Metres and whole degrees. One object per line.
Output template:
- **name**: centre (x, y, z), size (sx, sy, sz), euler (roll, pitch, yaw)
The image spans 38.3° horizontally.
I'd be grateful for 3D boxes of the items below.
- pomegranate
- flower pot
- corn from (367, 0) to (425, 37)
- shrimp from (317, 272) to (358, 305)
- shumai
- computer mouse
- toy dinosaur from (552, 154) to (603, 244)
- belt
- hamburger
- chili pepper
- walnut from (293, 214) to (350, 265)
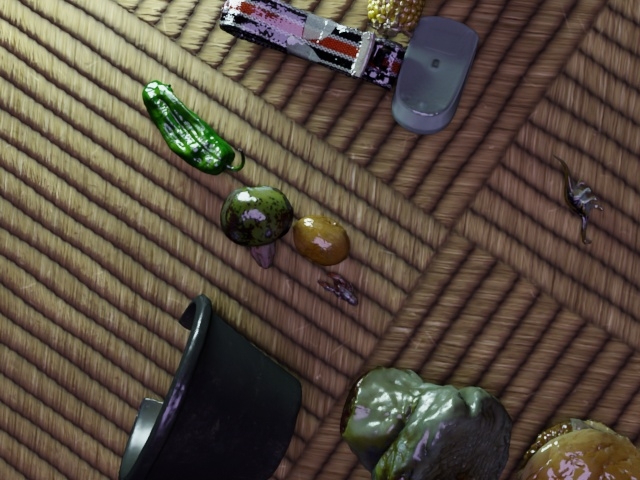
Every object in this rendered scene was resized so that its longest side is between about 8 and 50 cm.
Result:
- **pomegranate**: centre (-0.120, -0.034, 1.747), size (0.138, 0.163, 0.126), euler (-12, 52, -6)
- **flower pot**: centre (-0.188, 0.318, 1.683), size (0.251, 0.379, 0.379), euler (26, 96, -12)
- **corn**: centre (0.159, -0.523, 1.679), size (0.106, 0.106, 0.305), euler (13, 90, 7)
- **shrimp**: centre (0.038, 0.089, 1.763), size (0.092, 0.029, 0.038), euler (30, 97, 9)
- **shumai**: centre (0.176, 0.352, 1.702), size (0.263, 0.304, 0.309), euler (41, 107, 38)
- **computer mouse**: centre (0.207, -0.304, 1.701), size (0.127, 0.079, 0.231), euler (21, 79, 6)
- **toy dinosaur**: centre (0.478, -0.083, 1.690), size (0.058, 0.037, 0.180), euler (-22, 90, 4)
- **belt**: centre (-0.017, -0.376, 1.709), size (0.359, 0.126, 0.094), euler (22, 100, 11)
- **hamburger**: centre (0.490, 0.471, 1.664), size (0.283, 0.144, 0.260), euler (35, 100, 10)
- **chili pepper**: centre (-0.252, -0.210, 1.766), size (0.257, 0.074, 0.100), euler (44, 98, 5)
- **walnut**: centre (0.000, 0.000, 1.752), size (0.121, 0.052, 0.091), euler (30, 93, 3)
